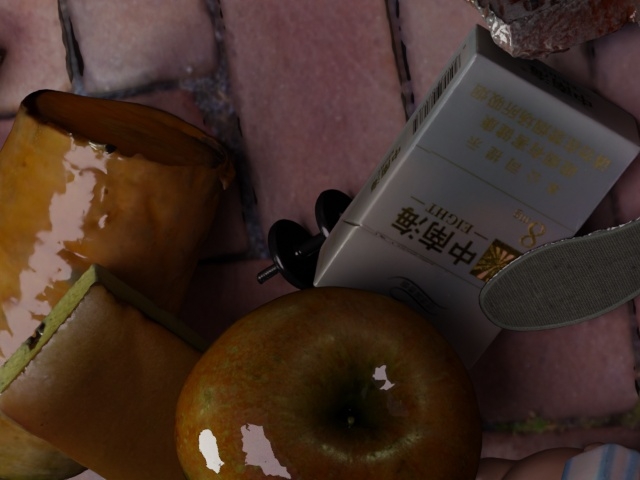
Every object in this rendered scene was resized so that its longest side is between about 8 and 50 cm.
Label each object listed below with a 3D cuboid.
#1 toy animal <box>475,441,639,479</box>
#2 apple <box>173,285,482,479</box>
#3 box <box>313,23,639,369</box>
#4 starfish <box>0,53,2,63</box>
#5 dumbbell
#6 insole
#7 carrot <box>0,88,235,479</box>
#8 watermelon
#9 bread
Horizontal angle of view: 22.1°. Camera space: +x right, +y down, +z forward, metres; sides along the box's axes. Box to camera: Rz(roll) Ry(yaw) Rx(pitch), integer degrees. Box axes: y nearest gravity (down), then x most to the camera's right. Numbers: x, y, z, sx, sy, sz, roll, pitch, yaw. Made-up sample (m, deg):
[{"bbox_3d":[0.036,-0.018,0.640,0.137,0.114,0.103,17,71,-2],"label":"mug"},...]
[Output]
[{"bbox_3d":[0.256,0.230,1.233,0.213,0.195,0.256,42,144,-20],"label":"toy animal"},{"bbox_3d":[0.006,0.151,1.260,0.237,0.237,0.207,59,156,6],"label":"apple"},{"bbox_3d":[0.120,-0.030,1.293,0.155,0.067,0.243,28,117,-9],"label":"box"},{"bbox_3d":[-0.418,-0.064,1.608,0.312,0.113,0.303,17,106,35],"label":"starfish"},{"bbox_3d":[0.000,0.000,1.402,0.147,0.069,0.069,-31,84,30],"label":"dumbbell"},{"bbox_3d":[0.233,0.016,1.270,0.232,0.003,0.080,-24,115,17],"label":"insole"},{"bbox_3d":[-0.230,0.042,1.456,0.224,0.224,0.341,29,109,22],"label":"carrot"},{"bbox_3d":[0.158,-0.179,1.247,0.187,0.139,0.071,14,132,25],"label":"watermelon"},{"bbox_3d":[-0.088,0.171,1.373,0.361,0.077,0.138,37,101,-22],"label":"bread"}]
